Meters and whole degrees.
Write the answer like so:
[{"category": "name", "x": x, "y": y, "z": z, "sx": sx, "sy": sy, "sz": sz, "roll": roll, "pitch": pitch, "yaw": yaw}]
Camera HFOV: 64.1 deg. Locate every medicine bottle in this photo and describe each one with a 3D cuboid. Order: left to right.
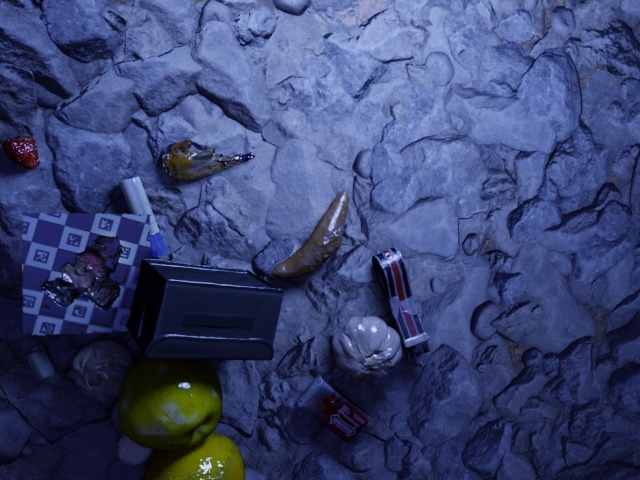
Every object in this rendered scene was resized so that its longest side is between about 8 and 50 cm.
[{"category": "medicine bottle", "x": -0.503, "y": -0.064, "z": 1.454, "sx": 0.059, "sy": 0.059, "sz": 0.230, "roll": -18, "pitch": 102, "yaw": -9}]

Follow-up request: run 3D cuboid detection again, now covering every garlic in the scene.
[{"category": "garlic", "x": 0.148, "y": 0.347, "z": 1.604, "sx": 0.228, "sy": 0.152, "sz": 0.227, "roll": 3, "pitch": 113, "yaw": 7}]

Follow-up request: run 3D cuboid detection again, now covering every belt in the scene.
[{"category": "belt", "x": 0.258, "y": 0.199, "z": 1.639, "sx": 0.094, "sy": 0.126, "sz": 0.359, "roll": -19, "pitch": 97, "yaw": -2}]

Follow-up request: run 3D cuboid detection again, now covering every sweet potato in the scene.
[{"category": "sweet potato", "x": 0.001, "y": 0.004, "z": 1.560, "sx": 0.114, "sy": 0.092, "sz": 0.341, "roll": 40, "pitch": 88, "yaw": 2}]

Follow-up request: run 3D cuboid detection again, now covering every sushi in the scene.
[{"category": "sushi", "x": -0.637, "y": 0.088, "z": 1.406, "sx": 0.321, "sy": 0.069, "sz": 0.338, "roll": -1, "pitch": 100, "yaw": -22}]

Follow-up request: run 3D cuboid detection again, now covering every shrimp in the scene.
[{"category": "shrimp", "x": -0.322, "y": -0.246, "z": 1.465, "sx": 0.262, "sy": 0.066, "sz": 0.117, "roll": -19, "pitch": 102, "yaw": -11}]

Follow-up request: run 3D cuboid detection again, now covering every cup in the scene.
[{"category": "cup", "x": -0.806, "y": 0.350, "z": 1.453, "sx": 0.075, "sy": 0.054, "sz": 0.083, "roll": -20, "pitch": 104, "yaw": -10}]

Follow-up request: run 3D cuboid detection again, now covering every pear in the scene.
[{"category": "pear", "x": -0.423, "y": 0.444, "z": 1.441, "sx": 0.295, "sy": 0.294, "sz": 0.293, "roll": -2, "pitch": 99, "yaw": -12}]

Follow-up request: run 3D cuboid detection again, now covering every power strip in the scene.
[{"category": "power strip", "x": -0.636, "y": 0.097, "z": 1.458, "sx": 0.216, "sy": 0.044, "sz": 0.137, "roll": 23, "pitch": 94, "yaw": -15}]

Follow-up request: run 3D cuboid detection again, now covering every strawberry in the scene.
[{"category": "strawberry", "x": -0.789, "y": -0.234, "z": 1.359, "sx": 0.083, "sy": 0.083, "sz": 0.096, "roll": -35, "pitch": 111, "yaw": -5}]

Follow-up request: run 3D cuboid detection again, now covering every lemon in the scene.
[{"category": "lemon", "x": -0.368, "y": 0.704, "z": 1.490, "sx": 0.298, "sy": 0.297, "sz": 0.296, "roll": -2, "pitch": 99, "yaw": -12}]

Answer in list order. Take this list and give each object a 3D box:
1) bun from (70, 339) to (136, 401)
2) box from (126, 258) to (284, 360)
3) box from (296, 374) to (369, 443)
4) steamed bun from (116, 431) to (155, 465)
[{"category": "bun", "x": -0.624, "y": 0.379, "z": 1.474, "sx": 0.184, "sy": 0.102, "sz": 0.183, "roll": -2, "pitch": 99, "yaw": -15}, {"category": "box", "x": -0.316, "y": 0.187, "z": 1.396, "sx": 0.346, "sy": 0.251, "sz": 0.204, "roll": 9, "pitch": 96, "yaw": -32}, {"category": "box", "x": 0.042, "y": 0.551, "z": 1.666, "sx": 0.224, "sy": 0.069, "sz": 0.120, "roll": 43, "pitch": 88, "yaw": -16}, {"category": "steamed bun", "x": -0.542, "y": 0.600, "z": 1.530, "sx": 0.113, "sy": 0.091, "sz": 0.129, "roll": 18, "pitch": 97, "yaw": -10}]
